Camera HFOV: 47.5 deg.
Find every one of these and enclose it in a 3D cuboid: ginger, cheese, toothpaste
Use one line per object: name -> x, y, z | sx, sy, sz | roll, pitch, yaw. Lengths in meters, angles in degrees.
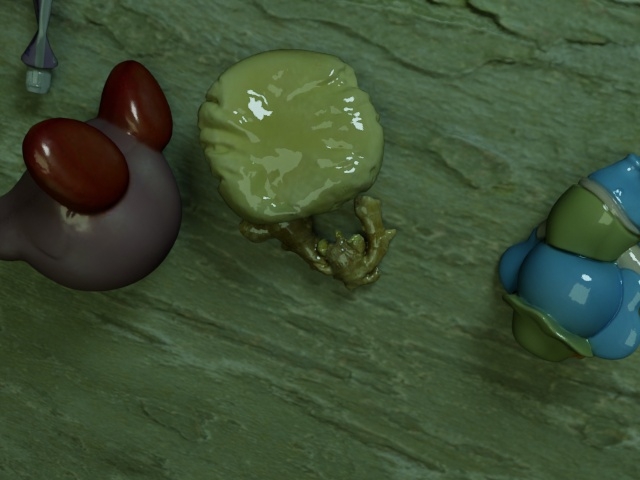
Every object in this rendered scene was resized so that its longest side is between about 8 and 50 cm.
ginger -> 0.000, 0.000, 0.993 | 0.193, 0.052, 0.176 | -27, 98, 20
cheese -> -0.037, -0.130, 0.906 | 0.225, 0.117, 0.214 | -18, 91, 8
toothpaste -> -0.358, -0.343, 0.940 | 0.075, 0.048, 0.301 | 22, 110, 34

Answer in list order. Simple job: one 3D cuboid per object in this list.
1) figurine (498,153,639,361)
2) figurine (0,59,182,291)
figurine -> 0.332, 0.036, 0.883 | 0.180, 0.154, 0.262 | 41, 118, 7
figurine -> -0.279, -0.048, 0.940 | 0.211, 0.270, 0.261 | 41, 123, -12
